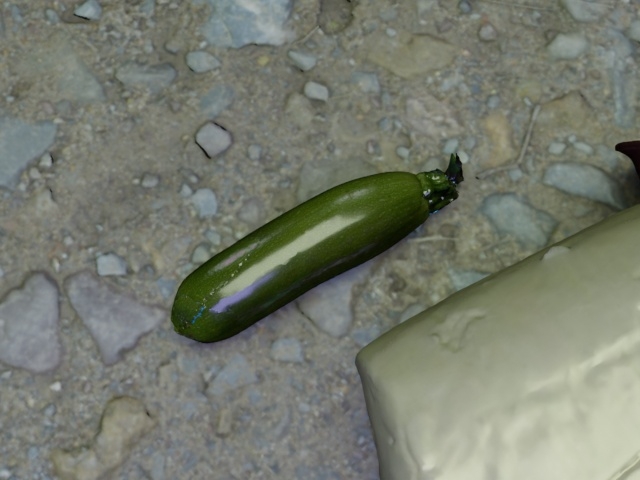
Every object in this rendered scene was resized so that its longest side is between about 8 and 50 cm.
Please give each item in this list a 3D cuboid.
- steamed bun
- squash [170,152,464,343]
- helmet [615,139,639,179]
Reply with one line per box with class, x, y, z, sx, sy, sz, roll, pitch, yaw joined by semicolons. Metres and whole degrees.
steamed bun;0.261;0.228;1.000;0.371;0.290;0.456;-29;69;-1
squash;0.000;0.001;1.184;0.331;0.087;0.087;-28;74;-8
helmet;0.463;-0.033;1.055;0.337;0.385;0.230;-17;92;-14
